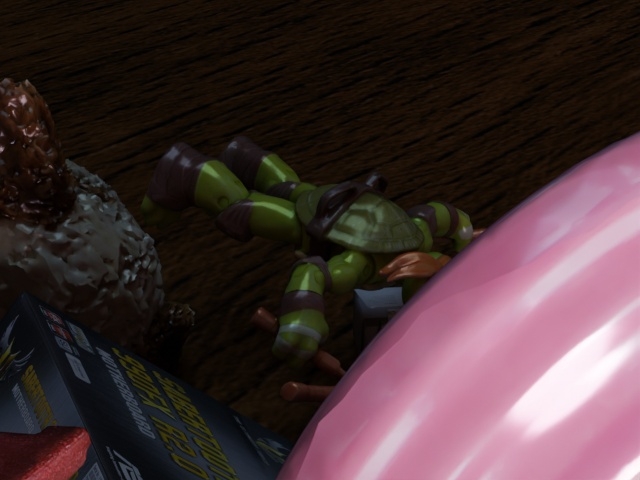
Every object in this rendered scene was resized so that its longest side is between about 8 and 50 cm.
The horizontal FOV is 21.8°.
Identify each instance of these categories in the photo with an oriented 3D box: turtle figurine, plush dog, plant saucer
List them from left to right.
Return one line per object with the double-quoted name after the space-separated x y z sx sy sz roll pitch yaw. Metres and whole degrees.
-0.195 0.006 1.022 0.225 0.262 0.210 9 56 43 "plush dog"
0.000 0.000 1.018 0.217 0.087 0.269 25 34 27 "turtle figurine"
0.126 0.107 0.616 0.332 0.332 0.084 -14 42 -30 "plant saucer"

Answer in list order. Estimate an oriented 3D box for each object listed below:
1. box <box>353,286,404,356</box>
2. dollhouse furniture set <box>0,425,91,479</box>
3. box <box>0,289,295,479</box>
0.102 0.081 1.026 0.145 0.038 0.186 -3 22 -6 "box"
-0.263 0.174 0.619 0.374 0.201 0.152 3 23 23 "dollhouse furniture set"
-0.059 0.128 0.764 0.183 0.056 0.231 33 8 -28 "box"
